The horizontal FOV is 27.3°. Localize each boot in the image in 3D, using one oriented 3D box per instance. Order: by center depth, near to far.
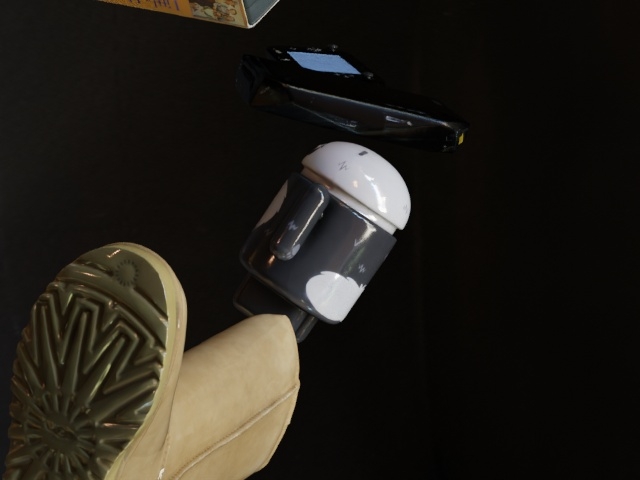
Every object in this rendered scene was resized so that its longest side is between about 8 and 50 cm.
[{"bbox_3d":[-0.089,0.087,0.844,0.089,0.269,0.236,30,111,18],"label":"boot"}]

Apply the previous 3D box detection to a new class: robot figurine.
[{"bbox_3d":[-0.001,-0.001,1.779,0.174,0.209,0.278,33,92,-21],"label":"robot figurine"}]

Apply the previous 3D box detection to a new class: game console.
[{"bbox_3d":[0.006,-0.167,1.385,0.213,0.361,0.044,11,105,-16],"label":"game console"}]

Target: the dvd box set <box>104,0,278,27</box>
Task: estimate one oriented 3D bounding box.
[{"bbox_3d":[-0.187,-0.417,1.744,0.420,0.307,0.062,16,141,30],"label":"dvd box set"}]
